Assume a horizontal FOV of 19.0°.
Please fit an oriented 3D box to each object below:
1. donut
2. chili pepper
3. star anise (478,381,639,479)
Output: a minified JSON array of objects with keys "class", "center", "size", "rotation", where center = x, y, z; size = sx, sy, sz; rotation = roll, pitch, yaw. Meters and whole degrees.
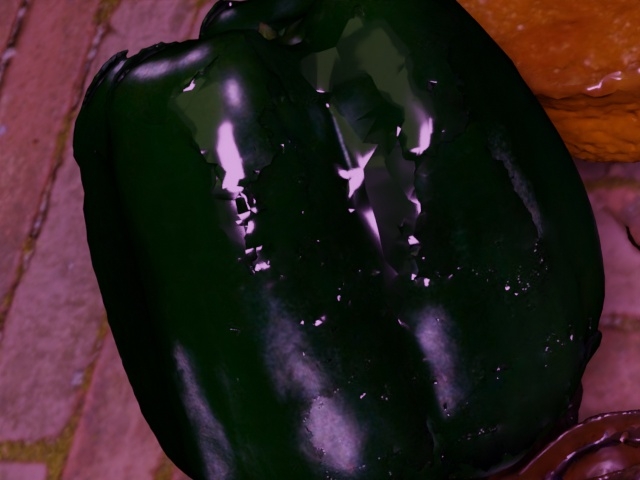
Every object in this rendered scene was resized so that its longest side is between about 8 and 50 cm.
[{"class":"donut","center":[0.180,-0.167,1.049],"size":[0.303,0.110,0.303],"rotation":[-12,48,14]},{"class":"chili pepper","center":[0.000,0.000,0.947],"size":[0.233,0.256,0.248],"rotation":[-34,21,-33]},{"class":"star anise","center":[0.111,0.140,0.989],"size":[0.214,0.099,0.220],"rotation":[-15,41,8]}]
